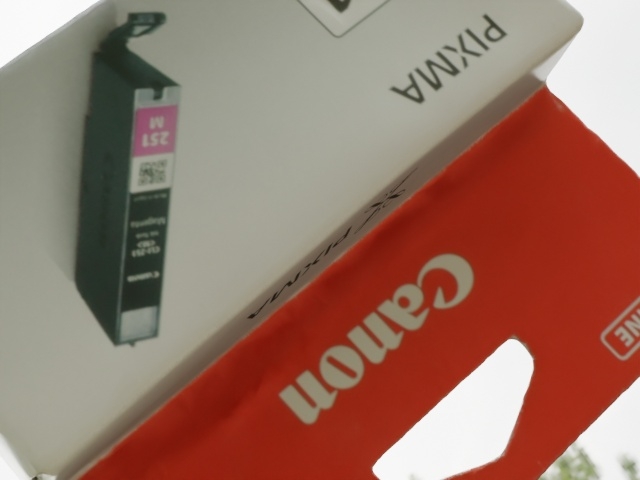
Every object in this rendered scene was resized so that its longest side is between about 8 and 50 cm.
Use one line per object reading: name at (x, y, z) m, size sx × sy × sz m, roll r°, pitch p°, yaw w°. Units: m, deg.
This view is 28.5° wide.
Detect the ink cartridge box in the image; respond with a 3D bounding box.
ink cartridge box at (0.000, 0.000, 0.472) m, size 0.275 × 0.239 × 0.060 m, roll -40°, pitch -12°, yaw -20°
